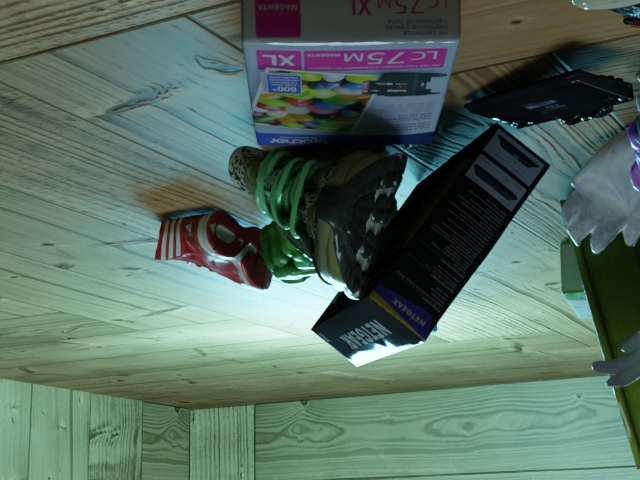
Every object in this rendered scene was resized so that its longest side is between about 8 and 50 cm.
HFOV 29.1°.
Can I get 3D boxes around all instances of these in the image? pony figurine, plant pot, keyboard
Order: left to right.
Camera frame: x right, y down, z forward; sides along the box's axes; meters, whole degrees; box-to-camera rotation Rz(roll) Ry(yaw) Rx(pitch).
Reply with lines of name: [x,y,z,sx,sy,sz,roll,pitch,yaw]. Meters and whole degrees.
keyboard: [0.237,-0.141,1.241,0.108,0.023,0.180,14,170,-27]
pony figurine: [0.432,-0.037,1.313,0.363,0.303,0.351,7,132,-18]
plant pot: [0.531,0.074,1.595,0.353,0.366,0.366,-17,163,11]

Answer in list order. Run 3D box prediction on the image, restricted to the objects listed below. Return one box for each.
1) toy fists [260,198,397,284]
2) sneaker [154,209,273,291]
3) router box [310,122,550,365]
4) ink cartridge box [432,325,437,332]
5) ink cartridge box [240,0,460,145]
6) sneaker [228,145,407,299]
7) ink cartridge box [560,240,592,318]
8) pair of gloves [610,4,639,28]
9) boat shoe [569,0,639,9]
toy fists: [0.000,0.000,1.686,0.142,0.096,0.279,4,166,-14]
sneaker: [-0.160,0.011,1.790,0.128,0.087,0.221,2,156,25]
router box: [0.116,0.015,1.422,0.081,0.243,0.309,38,164,-3]
ink cartridge box: [0.123,0.141,2.314,0.180,0.060,0.104,12,161,-42]
ink cartridge box: [0.025,-0.150,1.171,0.186,0.065,0.311,0,167,0]
sneaker: [-0.018,-0.041,1.310,0.182,0.158,0.410,17,-178,-1]
ink cartridge box: [0.471,0.061,1.954,0.154,0.093,0.212,-5,163,18]
pair of gloves: [0.277,-0.193,1.058,0.083,0.010,0.074,15,-177,-44]
boat shoe: [0.247,-0.237,0.766,0.092,0.103,0.285,18,154,-38]
